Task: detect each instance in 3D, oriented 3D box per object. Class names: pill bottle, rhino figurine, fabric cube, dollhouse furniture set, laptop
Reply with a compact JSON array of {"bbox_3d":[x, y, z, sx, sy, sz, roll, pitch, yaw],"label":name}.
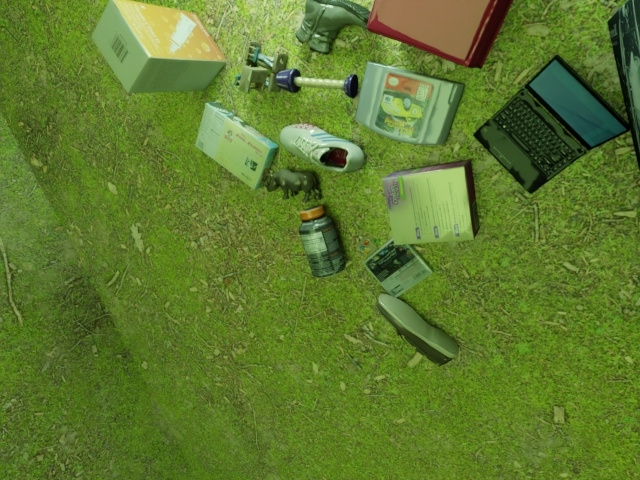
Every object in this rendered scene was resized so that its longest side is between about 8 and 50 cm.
[{"bbox_3d":[0.000,0.000,1.442,0.130,0.130,0.246,-8,105,32],"label":"pill bottle"},{"bbox_3d":[-0.114,-0.207,1.459,0.243,0.073,0.107,10,119,27],"label":"rhino figurine"},{"bbox_3d":[0.303,-0.576,0.949,0.258,0.259,0.254,30,121,16],"label":"fabric cube"},{"bbox_3d":[-0.216,-0.567,1.302,0.129,0.183,0.129,30,122,17],"label":"dollhouse furniture set"},{"bbox_3d":[0.554,-0.270,1.003,0.234,0.136,0.264,48,125,5],"label":"laptop"}]

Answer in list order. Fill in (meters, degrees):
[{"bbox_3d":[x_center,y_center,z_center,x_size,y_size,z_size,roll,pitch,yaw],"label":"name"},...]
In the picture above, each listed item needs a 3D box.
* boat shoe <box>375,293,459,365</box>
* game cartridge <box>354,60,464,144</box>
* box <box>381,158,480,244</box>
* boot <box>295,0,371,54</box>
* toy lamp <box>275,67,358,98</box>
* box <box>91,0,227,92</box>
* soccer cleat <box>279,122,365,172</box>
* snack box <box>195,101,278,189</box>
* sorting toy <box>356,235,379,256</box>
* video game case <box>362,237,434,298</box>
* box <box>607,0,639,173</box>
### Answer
[{"bbox_3d":[0.318,0.313,1.391,0.324,0.116,0.097,35,123,3],"label":"boat shoe"},{"bbox_3d":[0.249,-0.394,1.184,0.294,0.060,0.196,23,123,21],"label":"game cartridge"},{"bbox_3d":[0.334,-0.111,1.209,0.242,0.117,0.214,-5,107,31],"label":"box"},{"bbox_3d":[0.041,-0.634,1.201,0.246,0.083,0.161,36,130,20],"label":"boot"},{"bbox_3d":[-0.017,-0.504,1.280,0.274,0.080,0.080,14,116,22],"label":"toy lamp"},{"bbox_3d":[-0.528,-0.642,1.355,0.168,0.345,0.215,-33,92,35],"label":"box"},{"bbox_3d":[-0.015,-0.306,1.316,0.331,0.143,0.116,22,119,22],"label":"soccer cleat"},{"bbox_3d":[-0.324,-0.360,1.526,0.321,0.060,0.187,37,124,12],"label":"snack box"},{"bbox_3d":[0.170,0.014,1.419,0.062,0.012,0.083,46,125,7],"label":"sorting toy"},{"bbox_3d":[0.265,0.091,1.391,0.173,0.022,0.190,49,126,4],"label":"video game case"},{"bbox_3d":[0.737,-0.239,0.698,0.297,0.480,0.472,-12,103,34],"label":"box"}]
